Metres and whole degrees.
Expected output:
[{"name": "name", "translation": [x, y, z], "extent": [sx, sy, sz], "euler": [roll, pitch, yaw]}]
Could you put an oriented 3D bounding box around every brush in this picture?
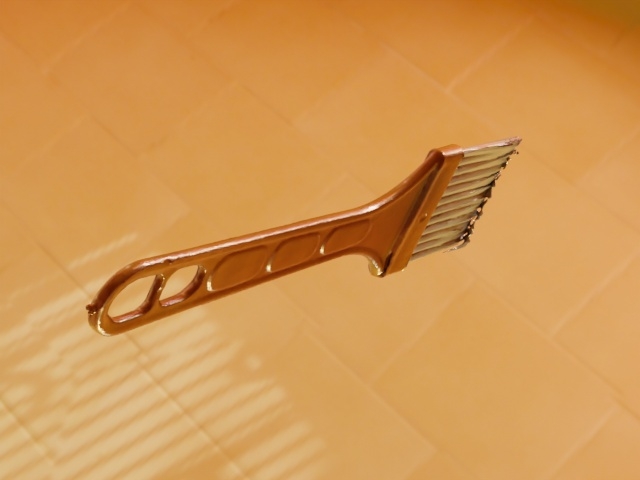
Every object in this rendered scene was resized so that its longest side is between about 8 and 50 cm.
[{"name": "brush", "translation": [0.000, 0.000, 0.717], "extent": [0.314, 0.017, 0.090], "euler": [-17, -39, -49]}]
